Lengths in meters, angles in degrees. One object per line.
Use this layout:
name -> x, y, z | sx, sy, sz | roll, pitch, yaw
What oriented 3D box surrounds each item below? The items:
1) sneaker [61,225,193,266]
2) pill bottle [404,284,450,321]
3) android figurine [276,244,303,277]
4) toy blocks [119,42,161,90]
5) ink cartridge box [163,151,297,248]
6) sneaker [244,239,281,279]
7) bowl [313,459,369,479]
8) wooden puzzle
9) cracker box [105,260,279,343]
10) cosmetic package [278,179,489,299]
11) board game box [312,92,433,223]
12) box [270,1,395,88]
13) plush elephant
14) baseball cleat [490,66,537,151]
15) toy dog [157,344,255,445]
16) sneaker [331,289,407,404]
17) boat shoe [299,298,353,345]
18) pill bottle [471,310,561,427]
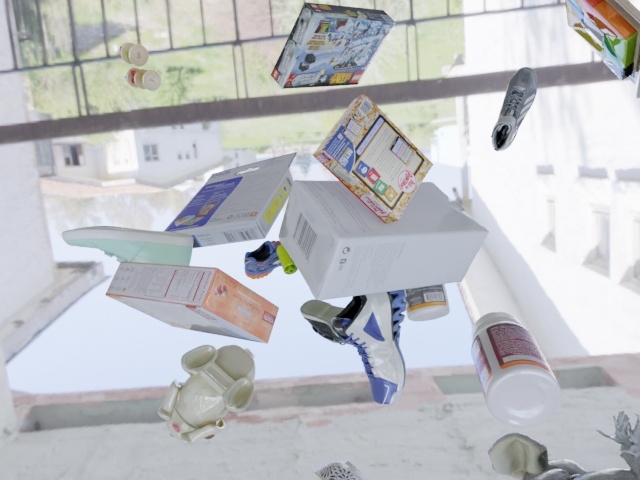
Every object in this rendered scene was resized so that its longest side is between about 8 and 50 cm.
sneaker -> -0.397, 0.050, 1.041 | 0.256, 0.151, 0.094 | 7, -175, -11
pill bottle -> 0.383, 0.153, 1.919 | 0.162, 0.278, 0.162 | -6, 158, -3
android figurine -> 0.000, 0.000, 1.378 | 0.248, 0.056, 0.273 | -24, -133, -4
toy blocks -> -0.495, -0.462, 1.350 | 0.054, 0.123, 0.148 | -41, -138, -25
ink cartridge box -> -0.225, -0.101, 1.347 | 0.303, 0.072, 0.307 | -8, -147, 28
sneaker -> -0.122, 0.034, 1.473 | 0.221, 0.087, 0.083 | -29, -129, -14
bowl -> 0.071, 0.613, 1.291 | 0.080, 0.170, 0.170 | -48, -155, -17
wooden puzzle -> 0.476, -0.366, 0.865 | 0.044, 0.239, 0.221 | -33, 158, 21
cracker box -> -0.204, 0.097, 0.812 | 0.232, 0.067, 0.156 | 2, 154, 35
cosmetic package -> 0.133, -0.014, 1.082 | 0.385, 0.156, 0.217 | -1, -143, -30
board game box -> 0.101, -0.148, 0.938 | 0.147, 0.193, 0.045 | -55, -161, -21
box -> 0.016, -0.224, 0.593 | 0.137, 0.027, 0.094 | -20, 155, -44
plush elephant -> 0.398, 0.437, 0.796 | 0.272, 0.330, 0.255 | 26, 152, 5
baseball cleat -> 0.464, -0.311, 1.219 | 0.072, 0.206, 0.109 | 18, -161, 19
toy dog -> -0.443, 0.587, 1.934 | 0.284, 0.408, 0.395 | 36, -156, -1
sneaker -> 0.116, 0.258, 1.323 | 0.182, 0.315, 0.127 | 1, 180, -21
boat shoe -> 0.066, 0.320, 1.851 | 0.340, 0.113, 0.127 | 13, -137, 39
pill bottle -> 0.633, 0.412, 1.710 | 0.224, 0.224, 0.392 | -4, -160, 8
